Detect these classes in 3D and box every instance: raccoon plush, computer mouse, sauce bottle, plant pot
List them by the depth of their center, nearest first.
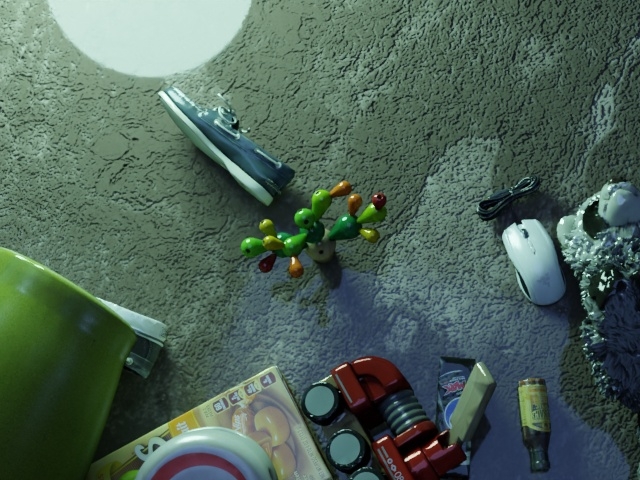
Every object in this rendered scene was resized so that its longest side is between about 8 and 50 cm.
[{"bbox_3d":[-0.431,0.213,1.465,0.366,0.366,0.353,27,73,15],"label":"plant pot"},{"bbox_3d":[0.424,0.137,1.561,0.216,0.299,0.446,6,106,-6],"label":"raccoon plush"},{"bbox_3d":[0.307,0.261,1.570,0.042,0.042,0.128,-7,73,5],"label":"sauce bottle"},{"bbox_3d":[0.312,0.002,1.649,0.106,0.042,0.193,-21,71,0],"label":"computer mouse"}]

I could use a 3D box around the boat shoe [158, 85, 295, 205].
[{"bbox_3d":[-0.149,-0.163,1.736,0.254,0.095,0.079,42,84,16],"label":"boat shoe"}]

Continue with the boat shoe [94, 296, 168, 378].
[{"bbox_3d":[-0.385,0.131,1.676,0.301,0.108,0.102,19,74,5],"label":"boat shoe"}]

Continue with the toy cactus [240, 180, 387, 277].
[{"bbox_3d":[0.000,0.000,1.619,0.219,0.180,0.112,-26,71,-1],"label":"toy cactus"}]

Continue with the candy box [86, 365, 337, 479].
[{"bbox_3d":[-0.157,0.337,1.583,0.316,0.087,0.183,-28,72,-3],"label":"candy box"}]

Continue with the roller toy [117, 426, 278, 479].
[{"bbox_3d":[-0.147,0.346,1.457,0.191,0.146,0.209,-43,86,-2],"label":"roller toy"}]

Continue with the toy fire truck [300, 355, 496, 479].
[{"bbox_3d":[0.121,0.238,1.513,0.246,0.158,0.217,-32,59,3],"label":"toy fire truck"}]

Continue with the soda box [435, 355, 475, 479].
[{"bbox_3d":[0.191,0.254,1.577,0.053,0.060,0.169,3,74,8],"label":"soda box"}]
